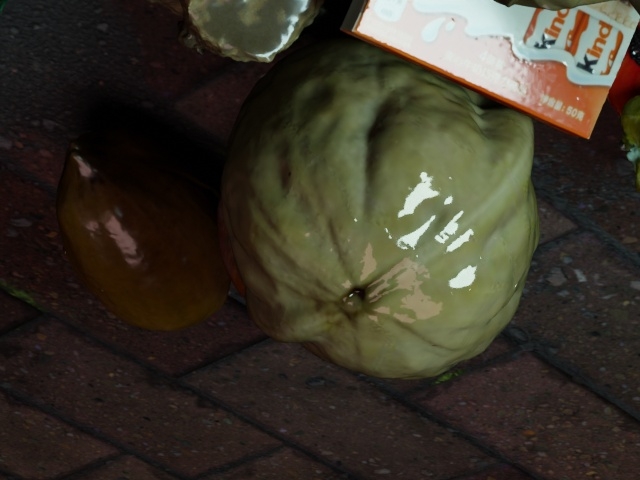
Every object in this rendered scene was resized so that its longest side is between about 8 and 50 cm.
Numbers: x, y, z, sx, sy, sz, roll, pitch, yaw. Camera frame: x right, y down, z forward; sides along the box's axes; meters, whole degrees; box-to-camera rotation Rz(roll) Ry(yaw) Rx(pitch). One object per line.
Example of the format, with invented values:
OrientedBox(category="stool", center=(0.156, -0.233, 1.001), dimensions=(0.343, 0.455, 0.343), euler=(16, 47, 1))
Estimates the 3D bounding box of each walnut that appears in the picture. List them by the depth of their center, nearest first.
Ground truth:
OrientedBox(category="walnut", center=(0.064, -0.033, 1.678), dimensions=(0.381, 0.381, 0.381), euler=(4, 146, 3))
OrientedBox(category="walnut", center=(-0.222, -0.022, 2.007), dimensions=(0.209, 0.209, 0.336), euler=(-7, 145, 19))

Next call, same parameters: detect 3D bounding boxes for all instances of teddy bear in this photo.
OrientedBox(category="teddy bear", center=(-0.074, -0.298, 1.620), dimensions=(0.246, 0.222, 0.296), euler=(-15, 122, -5))

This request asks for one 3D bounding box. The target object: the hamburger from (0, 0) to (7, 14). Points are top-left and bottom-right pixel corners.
OrientedBox(category="hamburger", center=(-0.382, -0.344, 1.525), dimensions=(0.276, 0.150, 0.260), euler=(15, 106, 11))

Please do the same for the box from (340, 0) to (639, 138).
OrientedBox(category="box", center=(0.189, -0.266, 1.554), dimensions=(0.273, 0.265, 0.048), euler=(21, -177, -21))

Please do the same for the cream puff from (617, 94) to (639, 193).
OrientedBox(category="cream puff", center=(0.421, -0.068, 1.659), dimensions=(0.221, 0.194, 0.195), euler=(25, 142, -34))

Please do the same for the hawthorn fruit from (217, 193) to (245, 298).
OrientedBox(category="hawthorn fruit", center=(-0.016, -0.011, 1.970), dimensions=(0.231, 0.235, 0.263), euler=(-17, -179, -24))

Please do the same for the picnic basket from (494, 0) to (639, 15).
OrientedBox(category="picnic basket", center=(0.275, -0.280, 1.405), dimensions=(0.337, 0.293, 0.337), euler=(-11, 126, -16))

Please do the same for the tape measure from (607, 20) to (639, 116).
OrientedBox(category="tape measure", center=(0.418, -0.202, 1.709), dimensions=(0.253, 0.114, 0.260), euler=(6, 146, 2))
